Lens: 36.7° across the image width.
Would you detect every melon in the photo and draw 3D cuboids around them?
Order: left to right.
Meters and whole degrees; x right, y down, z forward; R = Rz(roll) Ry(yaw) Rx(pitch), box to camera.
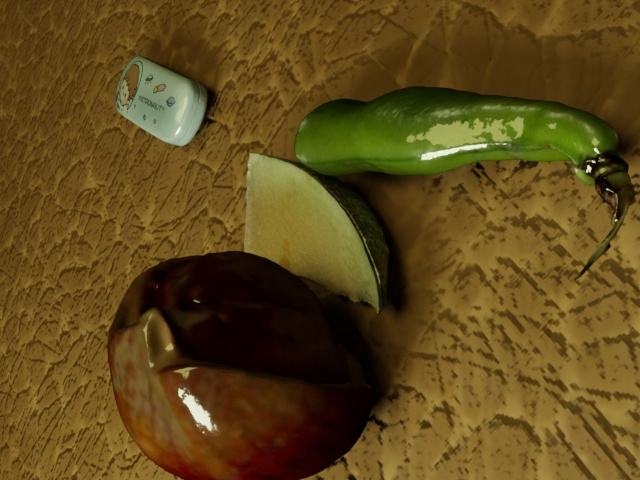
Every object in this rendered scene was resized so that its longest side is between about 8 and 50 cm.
[{"bbox_3d":[0.000,-0.008,0.727,0.182,0.054,0.097,15,94,53],"label":"melon"}]

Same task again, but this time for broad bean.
[{"bbox_3d":[0.075,-0.061,0.623,0.098,0.056,0.318,-41,31,-16],"label":"broad bean"}]

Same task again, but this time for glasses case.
[{"bbox_3d":[-0.168,-0.148,1.004,0.178,0.045,0.067,33,103,53],"label":"glasses case"}]

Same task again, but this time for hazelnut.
[{"bbox_3d":[-0.055,0.087,0.670,0.202,0.170,0.160,5,108,48],"label":"hazelnut"}]
